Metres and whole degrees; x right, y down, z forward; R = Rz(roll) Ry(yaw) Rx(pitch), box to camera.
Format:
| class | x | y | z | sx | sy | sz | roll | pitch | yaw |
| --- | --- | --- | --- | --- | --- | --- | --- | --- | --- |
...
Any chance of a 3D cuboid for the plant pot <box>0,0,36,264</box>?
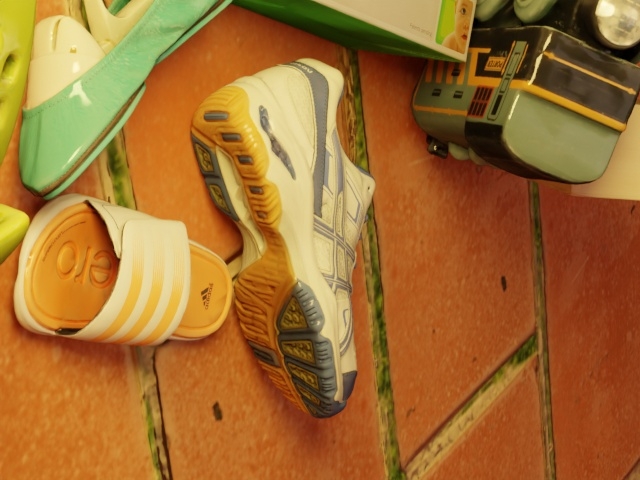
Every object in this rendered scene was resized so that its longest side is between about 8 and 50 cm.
| class | x | y | z | sx | sy | sz | roll | pitch | yaw |
| --- | --- | --- | --- | --- | --- | --- | --- | --- | --- |
| plant pot | -0.283 | -0.054 | 0.880 | 0.227 | 0.228 | 0.207 | -40 | 138 | -48 |

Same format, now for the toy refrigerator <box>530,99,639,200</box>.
| class | x | y | z | sx | sy | sz | roll | pitch | yaw |
| --- | --- | --- | --- | --- | --- | --- | --- | --- | --- |
| toy refrigerator | 0.244 | -0.100 | 1.699 | 0.269 | 0.102 | 0.094 | -139 | -126 | -77 |

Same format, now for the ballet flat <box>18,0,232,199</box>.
| class | x | y | z | sx | sy | sz | roll | pitch | yaw |
| --- | --- | --- | --- | --- | --- | --- | --- | --- | --- |
| ballet flat | -0.148 | -0.133 | 1.228 | 0.087 | 0.083 | 0.247 | 52 | 51 | -21 |

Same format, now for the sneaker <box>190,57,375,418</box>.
| class | x | y | z | sx | sy | sz | roll | pitch | yaw |
| --- | --- | --- | --- | --- | --- | --- | --- | --- | --- |
| sneaker | 0.000 | 0.000 | 1.429 | 0.131 | 0.112 | 0.296 | -32 | 124 | -33 |

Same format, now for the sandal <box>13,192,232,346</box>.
| class | x | y | z | sx | sy | sz | roll | pitch | yaw |
| --- | --- | --- | --- | --- | --- | --- | --- | --- | --- |
| sandal | -0.117 | 0.027 | 1.308 | 0.265 | 0.076 | 0.102 | 11 | 87 | -60 |

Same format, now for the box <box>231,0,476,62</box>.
| class | x | y | z | sx | sy | sz | roll | pitch | yaw |
| --- | --- | --- | --- | --- | --- | --- | --- | --- | --- |
| box | 0.025 | -0.280 | 1.417 | 0.262 | 0.126 | 0.231 | 12 | 89 | -59 |

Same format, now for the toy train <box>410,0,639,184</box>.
| class | x | y | z | sx | sy | sz | roll | pitch | yaw |
| --- | --- | --- | --- | --- | --- | --- | --- | --- | --- |
| toy train | 0.170 | -0.152 | 1.543 | 0.142 | 0.334 | 0.190 | 23 | 89 | -19 |
